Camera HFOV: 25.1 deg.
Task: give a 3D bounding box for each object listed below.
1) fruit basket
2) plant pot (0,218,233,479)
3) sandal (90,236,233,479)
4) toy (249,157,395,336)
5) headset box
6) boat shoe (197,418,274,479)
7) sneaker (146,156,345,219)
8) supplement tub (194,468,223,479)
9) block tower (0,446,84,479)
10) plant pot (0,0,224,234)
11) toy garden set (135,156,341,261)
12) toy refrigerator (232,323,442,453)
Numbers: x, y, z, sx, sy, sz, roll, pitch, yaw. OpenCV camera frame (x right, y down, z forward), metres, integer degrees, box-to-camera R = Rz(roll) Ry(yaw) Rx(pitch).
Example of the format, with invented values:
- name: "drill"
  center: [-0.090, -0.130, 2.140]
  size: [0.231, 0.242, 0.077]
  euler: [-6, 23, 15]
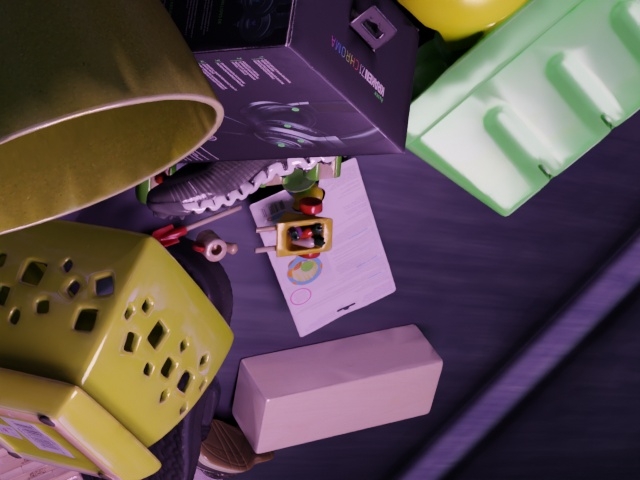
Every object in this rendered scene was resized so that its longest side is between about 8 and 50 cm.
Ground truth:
- name: "fruit basket"
  center: [0.181, -0.257, 1.478]
  size: [0.392, 0.283, 0.392]
  euler: [1, 104, 3]
- name: "plant pot"
  center: [-0.258, 0.120, 1.510]
  size: [0.207, 0.227, 0.228]
  euler: [-67, 149, -25]
- name: "sandal"
  center: [-0.179, 0.178, 1.760]
  size: [0.107, 0.167, 0.445]
  euler: [-28, 150, -46]
- name: "toy"
  center: [0.000, 0.000, 1.750]
  size: [0.137, 0.056, 0.237]
  euler: [-25, 137, -6]
- name: "headset box"
  center: [-0.072, -0.174, 1.301]
  size: [0.283, 0.131, 0.246]
  euler: [-1, 162, 28]
- name: "boat shoe"
  center: [-0.134, 0.288, 1.938]
  size: [0.073, 0.080, 0.223]
  euler: [-34, 166, 16]
- name: "sneaker"
  center: [-0.084, -0.100, 1.488]
  size: [0.234, 0.078, 0.106]
  euler: [-24, 109, -24]
- name: "supplement tub"
  center: [-0.166, 0.347, 1.990]
  size: [0.071, 0.107, 0.071]
  euler: [-19, 141, -16]
- name: "block tower"
  center: [-0.350, 0.308, 1.835]
  size: [0.097, 0.091, 0.335]
  euler: [-21, 142, -12]
- name: "plant pot"
  center: [-0.254, -0.182, 1.106]
  size: [0.275, 0.293, 0.275]
  euler: [-22, 171, -3]
- name: "toy garden set"
  center: [-0.080, -0.059, 1.579]
  size: [0.244, 0.049, 0.203]
  euler: [-9, 118, -26]
- name: "toy refrigerator"
  center: [0.022, 0.197, 1.963]
  size: [0.270, 0.094, 0.102]
  euler: [-10, 132, -26]
